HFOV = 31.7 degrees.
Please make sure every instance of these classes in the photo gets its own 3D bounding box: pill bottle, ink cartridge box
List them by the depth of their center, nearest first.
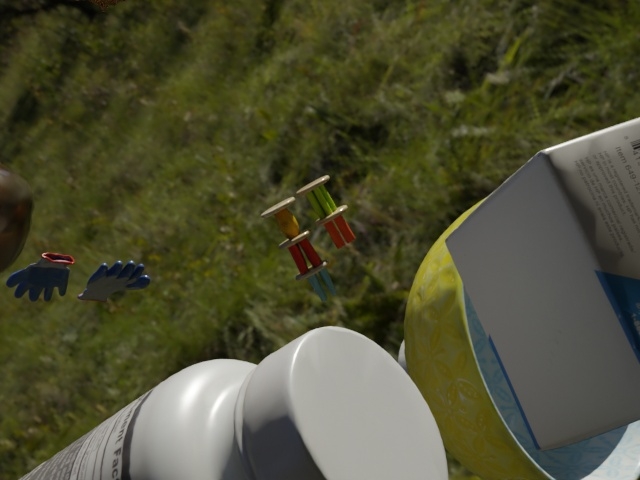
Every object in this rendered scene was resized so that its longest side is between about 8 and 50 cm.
[{"bbox_3d":[-0.082,0.182,0.703,0.318,0.176,0.176,-35,-8,31],"label":"pill bottle"},{"bbox_3d":[0.242,0.014,0.760,0.233,0.171,0.168,-18,-14,-21],"label":"ink cartridge box"}]

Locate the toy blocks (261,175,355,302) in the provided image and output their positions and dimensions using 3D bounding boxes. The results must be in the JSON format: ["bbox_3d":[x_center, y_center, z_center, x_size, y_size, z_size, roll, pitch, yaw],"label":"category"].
[{"bbox_3d":[0.000,0.000,1.563,0.123,0.148,0.054,-34,9,-33],"label":"toy blocks"}]

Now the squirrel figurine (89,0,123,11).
[{"bbox_3d":[-0.377,-0.456,1.477,0.371,0.281,0.397,-5,-22,-28],"label":"squirrel figurine"}]

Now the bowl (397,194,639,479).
[{"bbox_3d":[0.167,0.113,1.051,0.156,0.289,0.289,-27,4,41],"label":"bowl"}]

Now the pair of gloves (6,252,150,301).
[{"bbox_3d":[-0.355,0.061,1.665,0.198,0.023,0.159,8,-26,-30],"label":"pair of gloves"}]

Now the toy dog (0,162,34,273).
[{"bbox_3d":[-0.353,0.039,0.668,0.408,0.285,0.395,-57,-31,-34],"label":"toy dog"}]
